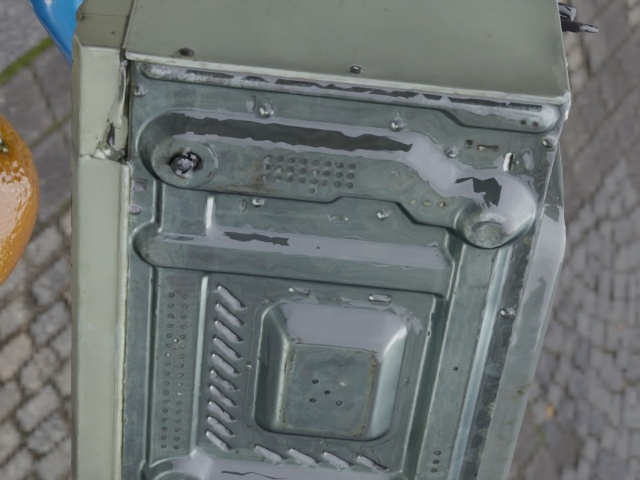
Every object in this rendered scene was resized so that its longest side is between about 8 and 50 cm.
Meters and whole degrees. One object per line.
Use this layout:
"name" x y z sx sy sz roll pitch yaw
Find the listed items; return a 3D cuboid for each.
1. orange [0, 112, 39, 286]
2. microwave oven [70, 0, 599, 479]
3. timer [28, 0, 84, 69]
"orange" -0.329 -0.031 1.322 0.206 0.206 0.206 -1 91 -51
"microwave oven" 0.000 0.000 0.631 0.145 0.194 0.240 -82 179 -50
"timer" -0.053 -0.231 1.255 0.309 0.340 0.115 65 8 -68
